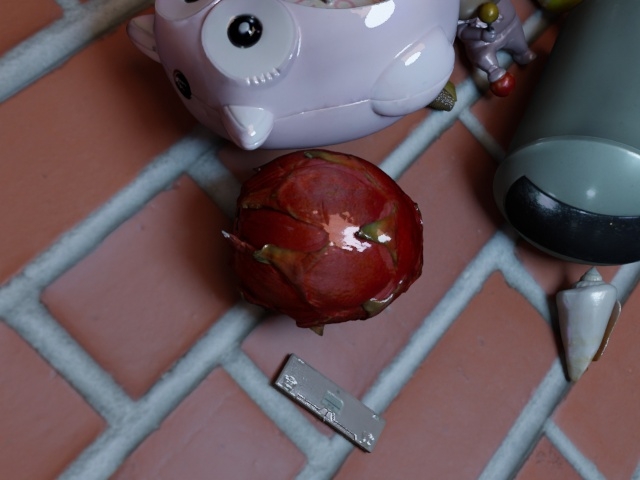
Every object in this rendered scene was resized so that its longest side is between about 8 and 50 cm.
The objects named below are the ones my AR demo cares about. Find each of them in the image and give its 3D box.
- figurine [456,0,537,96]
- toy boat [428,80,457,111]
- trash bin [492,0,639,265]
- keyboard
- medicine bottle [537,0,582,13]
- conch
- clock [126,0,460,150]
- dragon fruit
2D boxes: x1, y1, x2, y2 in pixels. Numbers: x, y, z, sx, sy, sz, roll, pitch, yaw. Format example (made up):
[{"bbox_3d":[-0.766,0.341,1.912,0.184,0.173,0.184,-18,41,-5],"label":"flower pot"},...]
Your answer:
[{"bbox_3d":[0.265,-0.385,1.218,0.176,0.186,0.287,-34,109,-5],"label":"figurine"},{"bbox_3d":[0.151,-0.243,1.186,0.149,0.047,0.049,14,70,-22],"label":"toy boat"},{"bbox_3d":[0.450,-0.169,1.184,0.280,0.280,0.432,34,60,-13],"label":"trash bin"},{"bbox_3d":[0.012,0.219,1.005,0.166,0.017,0.055,38,58,-11],"label":"keyboard"},{"bbox_3d":[0.446,-0.460,1.348,0.122,0.122,0.212,-36,93,-29],"label":"medicine bottle"},{"bbox_3d":[0.426,0.131,1.185,0.104,0.094,0.176,15,68,-66],"label":"conch"},{"bbox_3d":[-0.021,-0.266,0.974,0.377,0.250,0.368,-34,63,-22],"label":"clock"},{"bbox_3d":[0.008,-0.003,0.951,0.252,0.241,0.241,36,63,-8],"label":"dragon fruit"}]
